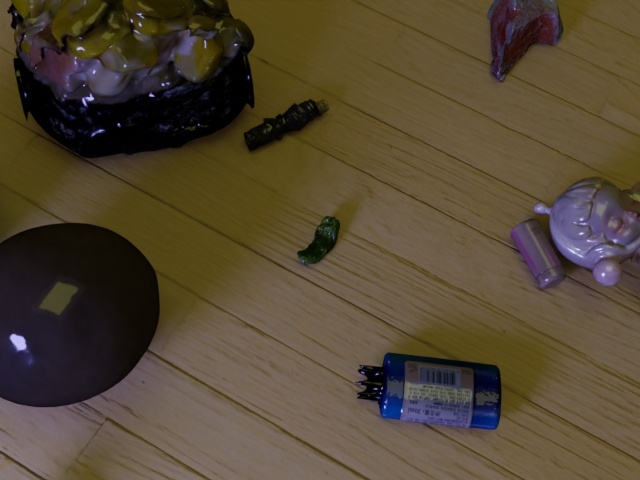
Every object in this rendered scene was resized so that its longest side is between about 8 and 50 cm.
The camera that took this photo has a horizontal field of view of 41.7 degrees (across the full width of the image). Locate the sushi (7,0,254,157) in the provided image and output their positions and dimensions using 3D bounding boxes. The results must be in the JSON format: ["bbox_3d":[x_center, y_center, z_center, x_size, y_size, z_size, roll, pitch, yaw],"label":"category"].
[{"bbox_3d":[-0.276,-0.310,1.184,0.328,0.285,0.328,-11,61,-11],"label":"sushi"}]

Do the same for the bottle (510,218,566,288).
[{"bbox_3d":[0.310,0.019,1.191,0.045,0.045,0.096,-17,65,-14],"label":"bottle"}]

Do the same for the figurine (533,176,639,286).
[{"bbox_3d":[0.429,-0.005,1.174,0.257,0.144,0.182,36,84,12],"label":"figurine"}]

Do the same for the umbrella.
[{"bbox_3d":[-0.051,-0.179,1.272,0.144,0.040,0.037,-29,55,-21],"label":"umbrella"}]

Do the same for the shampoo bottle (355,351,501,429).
[{"bbox_3d":[0.137,0.191,1.075,0.183,0.050,0.087,7,63,-2],"label":"shampoo bottle"}]

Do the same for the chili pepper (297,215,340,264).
[{"bbox_3d":[0.000,0.001,1.184,0.030,0.034,0.091,12,55,40],"label":"chili pepper"}]

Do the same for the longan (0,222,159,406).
[{"bbox_3d":[-0.315,0.087,1.003,0.248,0.248,0.248,2,61,-4],"label":"longan"}]

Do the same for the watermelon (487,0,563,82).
[{"bbox_3d":[0.311,-0.355,1.375,0.158,0.098,0.121,-37,70,-18],"label":"watermelon"}]
